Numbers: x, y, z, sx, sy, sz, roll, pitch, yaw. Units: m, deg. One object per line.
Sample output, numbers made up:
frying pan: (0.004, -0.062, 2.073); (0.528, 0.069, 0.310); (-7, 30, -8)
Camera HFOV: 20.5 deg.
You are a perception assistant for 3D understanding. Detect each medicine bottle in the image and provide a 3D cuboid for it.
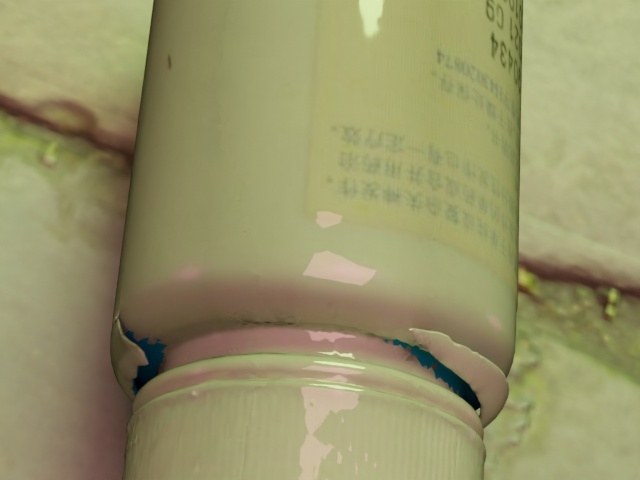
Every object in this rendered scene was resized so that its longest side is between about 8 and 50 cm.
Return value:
medicine bottle: (0.000, 0.000, 0.629); (0.143, 0.143, 0.258); (10, 63, -10)
